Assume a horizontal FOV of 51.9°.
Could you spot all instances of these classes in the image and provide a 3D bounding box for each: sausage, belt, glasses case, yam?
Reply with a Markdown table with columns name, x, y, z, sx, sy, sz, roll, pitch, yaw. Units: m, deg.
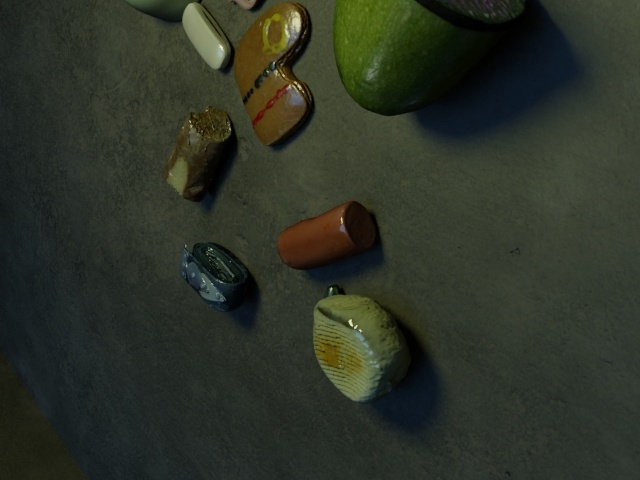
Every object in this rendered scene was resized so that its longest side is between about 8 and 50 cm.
| name | x | y | z | sx | sy | sz | roll | pitch | yaw |
| --- | --- | --- | --- | --- | --- | --- | --- | --- | --- |
| sausage | 0.000 | 0.000 | 1.440 | 0.259 | 0.113 | 0.114 | -21 | 84 | 46 |
| belt | -0.276 | 0.106 | 1.741 | 0.218 | 0.122 | 0.129 | 38 | 126 | 42 |
| glasses case | -0.289 | -0.516 | 1.661 | 0.204 | 0.051 | 0.081 | 57 | 134 | 20 |
| yam | -0.319 | -0.225 | 1.712 | 0.238 | 0.129 | 0.128 | -55 | 25 | 37 |

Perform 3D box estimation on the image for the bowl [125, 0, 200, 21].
| name | x | y | z | sx | sy | sz | roll | pitch | yaw |
| --- | --- | --- | --- | --- | --- | --- | --- | --- | --- |
| bowl | -0.451 | -0.750 | 1.679 | 0.353 | 0.185 | 0.354 | 12 | 107 | 44 |

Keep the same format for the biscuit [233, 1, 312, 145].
| name | x | y | z | sx | sy | sz | roll | pitch | yaw |
| --- | --- | --- | --- | --- | --- | --- | --- | --- | --- |
| biscuit | -0.100 | -0.377 | 1.496 | 0.262 | 0.052 | 0.277 | -25 | 81 | 46 |

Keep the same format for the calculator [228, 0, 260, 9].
| name | x | y | z | sx | sy | sz | roll | pitch | yaw |
| --- | --- | --- | --- | --- | --- | --- | --- | --- | --- |
| calculator | -0.155 | -0.692 | 1.491 | 0.220 | 0.048 | 0.330 | 51 | 133 | 24 |

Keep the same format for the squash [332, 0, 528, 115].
| name | x | y | z | sx | sy | sz | roll | pitch | yaw |
| --- | --- | --- | --- | --- | --- | --- | --- | --- | --- |
| squash | 0.129 | -0.365 | 1.107 | 0.309 | 0.310 | 0.310 | -46 | 66 | 49 |

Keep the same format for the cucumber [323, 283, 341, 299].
| name | x | y | z | sx | sy | sz | roll | pitch | yaw |
| --- | --- | --- | --- | --- | --- | --- | --- | --- | --- |
| cucumber | 0.028 | 0.149 | 1.486 | 0.048 | 0.048 | 0.105 | 5 | 103 | 45 |

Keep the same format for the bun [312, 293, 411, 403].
| name | x | y | z | sx | sy | sz | roll | pitch | yaw |
| --- | --- | --- | --- | --- | --- | --- | --- | --- | --- |
| bun | 0.092 | 0.211 | 1.364 | 0.244 | 0.153 | 0.244 | 38 | 142 | 37 |
